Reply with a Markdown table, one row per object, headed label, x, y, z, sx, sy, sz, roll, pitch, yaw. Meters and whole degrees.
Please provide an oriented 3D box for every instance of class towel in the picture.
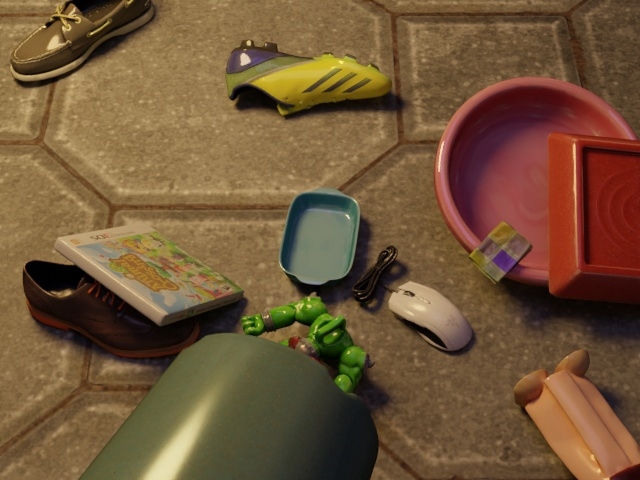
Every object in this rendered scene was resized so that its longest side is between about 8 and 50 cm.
| label | x | y | z | sx | sy | sz | roll | pitch | yaw |
| --- | --- | --- | --- | --- | --- | --- | --- | --- | --- |
| towel | 0.259 | 0.016 | 1.439 | 0.083 | 0.009 | 0.060 | -42 | 82 | -16 |

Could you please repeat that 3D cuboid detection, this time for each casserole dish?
| label | x | y | z | sx | sy | sz | roll | pitch | yaw |
| --- | --- | --- | --- | --- | --- | --- | --- | --- | --- |
| casserole dish | 0.000 | 0.000 | 1.544 | 0.114 | 0.037 | 0.188 | 6 | 52 | 5 |

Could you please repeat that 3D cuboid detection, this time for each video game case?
| label | x | y | z | sx | sy | sz | roll | pitch | yaw |
| --- | --- | --- | --- | --- | --- | --- | --- | --- | --- |
| video game case | -0.245 | 0.042 | 1.452 | 0.212 | 0.023 | 0.193 | 33 | 22 | 22 |

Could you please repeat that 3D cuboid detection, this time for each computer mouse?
| label | x | y | z | sx | sy | sz | roll | pitch | yaw |
| --- | --- | --- | --- | --- | --- | --- | --- | --- | --- |
| computer mouse | 0.141 | 0.088 | 1.471 | 0.193 | 0.042 | 0.106 | 34 | 59 | 23 |

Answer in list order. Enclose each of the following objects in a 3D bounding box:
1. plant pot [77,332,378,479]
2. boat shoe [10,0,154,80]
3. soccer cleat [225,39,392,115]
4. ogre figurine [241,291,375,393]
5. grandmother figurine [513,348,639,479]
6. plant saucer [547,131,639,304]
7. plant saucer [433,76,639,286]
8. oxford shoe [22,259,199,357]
| label | x | y | z | sx | sy | sz | roll | pitch | yaw |
| --- | --- | --- | --- | --- | --- | --- | --- | --- | --- |
| plant pot | -0.111 | 0.297 | 1.019 | 0.341 | 0.341 | 0.334 | 18 | 47 | 14 |
| boat shoe | -0.437 | -0.395 | 1.815 | 0.305 | 0.091 | 0.109 | -38 | 61 | -25 |
| soccer cleat | -0.022 | -0.267 | 1.735 | 0.289 | 0.093 | 0.121 | 9 | 83 | 2 |
| ogre figurine | -0.009 | 0.157 | 1.389 | 0.118 | 0.097 | 0.197 | -36 | 48 | -11 |
| grandmother figurine | 0.380 | 0.306 | 1.271 | 0.208 | 0.104 | 0.342 | -28 | 54 | -9 |
| plant saucer | 0.464 | -0.037 | 1.458 | 0.259 | 0.048 | 0.258 | 5 | 72 | -4 |
| plant saucer | 0.332 | -0.085 | 1.528 | 0.332 | 0.084 | 0.332 | 2 | 72 | -6 |
| oxford shoe | -0.306 | 0.094 | 1.434 | 0.271 | 0.098 | 0.097 | 12 | 54 | 10 |
